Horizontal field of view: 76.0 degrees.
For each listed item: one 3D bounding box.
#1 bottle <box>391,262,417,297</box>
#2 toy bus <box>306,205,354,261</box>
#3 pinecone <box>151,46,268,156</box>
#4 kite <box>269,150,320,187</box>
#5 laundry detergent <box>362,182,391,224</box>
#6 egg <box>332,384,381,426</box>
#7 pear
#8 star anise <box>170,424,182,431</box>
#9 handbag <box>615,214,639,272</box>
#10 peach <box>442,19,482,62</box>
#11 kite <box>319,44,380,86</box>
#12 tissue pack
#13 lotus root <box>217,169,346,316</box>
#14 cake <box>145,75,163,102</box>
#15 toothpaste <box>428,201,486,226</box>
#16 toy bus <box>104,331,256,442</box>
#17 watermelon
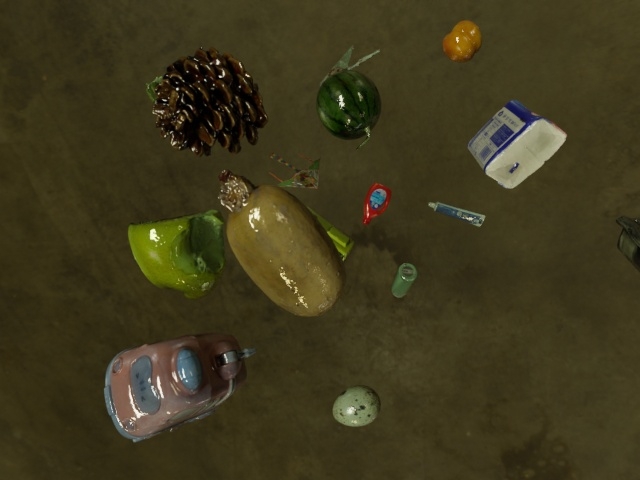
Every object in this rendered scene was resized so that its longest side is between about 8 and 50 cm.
[{"bbox_3d":[0.133,0.066,0.660,0.030,0.031,0.083,10,153,4],"label":"bottle"},{"bbox_3d":[0.000,0.000,1.597,0.262,0.128,0.150,36,124,1],"label":"toy bus"},{"bbox_3d":[-0.254,-0.314,0.935,0.243,0.257,0.244,9,102,46],"label":"pinecone"},{"bbox_3d":[-0.088,-0.250,1.422,0.244,0.198,0.006,40,158,27],"label":"kite"},{"bbox_3d":[0.212,-0.135,1.601,0.097,0.049,0.166,24,90,-14],"label":"laundry detergent"},{"bbox_3d":[0.080,0.369,0.913,0.110,0.085,0.085,-21,112,-4],"label":"egg"},{"bbox_3d":[-0.419,0.055,1.288,0.176,0.286,0.282,5,104,40],"label":"pear"},{"bbox_3d":[-0.416,0.438,1.183,0.073,0.213,0.196,19,145,-35],"label":"star anise"},{"bbox_3d":[0.531,0.006,0.398,0.162,0.327,0.325,38,120,-17],"label":"handbag"},{"bbox_3d":[0.525,-0.727,1.507,0.137,0.138,0.138,4,116,7],"label":"peach"},{"bbox_3d":[0.085,-0.538,1.299,0.249,0.230,0.012,-13,148,44],"label":"kite"},{"bbox_3d":[0.574,-0.288,1.229,0.137,0.270,0.209,37,115,-13],"label":"tissue pack"},{"bbox_3d":[-0.074,0.009,0.773,0.169,0.152,0.343,-26,121,18],"label":"lotus root"},{"bbox_3d":[-0.584,-0.527,1.630,0.099,0.100,0.235,29,155,33],"label":"cake"},{"bbox_3d":[0.474,-0.098,1.438,0.197,0.035,0.057,19,139,9],"label":"toothpaste"},{"bbox_3d":[-0.301,0.302,0.916,0.231,0.294,0.198,-32,69,31],"label":"toy bus"},{"bbox_3d":[0.088,-0.379,1.174,0.188,0.188,0.215,-47,68,25],"label":"watermelon"}]
